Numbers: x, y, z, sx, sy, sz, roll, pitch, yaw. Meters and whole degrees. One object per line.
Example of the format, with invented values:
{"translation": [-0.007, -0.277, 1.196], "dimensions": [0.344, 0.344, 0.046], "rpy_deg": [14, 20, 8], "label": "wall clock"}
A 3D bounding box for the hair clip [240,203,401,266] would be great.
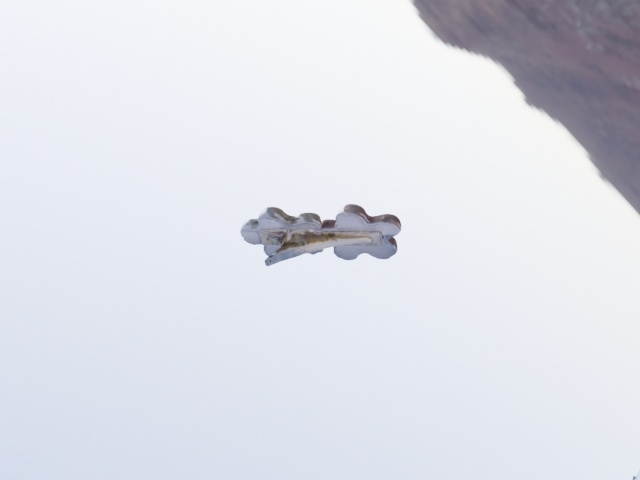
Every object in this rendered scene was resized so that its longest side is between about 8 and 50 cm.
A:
{"translation": [0.001, -0.006, 1.947], "dimensions": [0.146, 0.257, 0.075], "rpy_deg": [80, -175, -52], "label": "hair clip"}

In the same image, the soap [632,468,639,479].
{"translation": [0.209, 0.286, 0.783], "dimensions": [0.094, 0.150, 0.261], "rpy_deg": [18, -133, 8], "label": "soap"}
